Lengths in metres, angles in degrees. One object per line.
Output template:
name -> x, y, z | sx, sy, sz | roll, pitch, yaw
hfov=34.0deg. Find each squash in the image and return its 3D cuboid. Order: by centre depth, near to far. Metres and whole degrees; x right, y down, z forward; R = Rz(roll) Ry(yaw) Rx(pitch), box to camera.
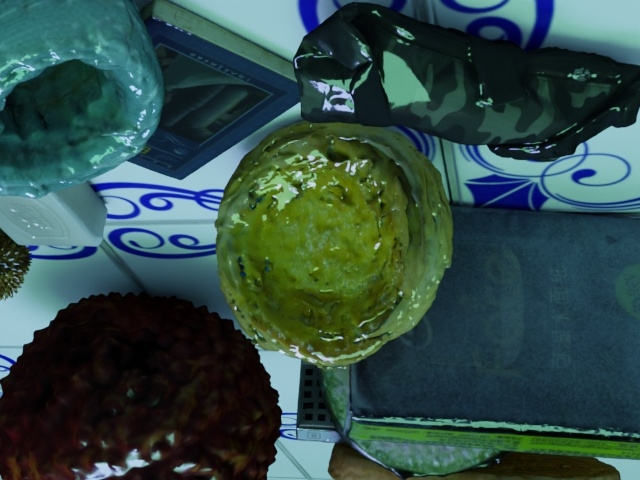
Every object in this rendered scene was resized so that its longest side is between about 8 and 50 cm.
squash -> 0.148, 0.173, 1.482 | 0.310, 0.310, 0.309 | 5, 172, 1

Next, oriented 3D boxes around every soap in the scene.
soap -> -0.347, -0.056, 1.270 | 0.121, 0.063, 0.183 | 0, 155, 12

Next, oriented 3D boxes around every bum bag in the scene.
bum bag -> 0.137, -0.139, 0.970 | 0.340, 0.095, 0.144 | 7, 149, -18

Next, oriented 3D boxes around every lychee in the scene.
lychee -> -0.276, 0.275, 1.572 | 0.425, 0.424, 0.500 | 17, 168, -23

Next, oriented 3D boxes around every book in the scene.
book -> -0.157, -0.145, 1.088 | 0.191, 0.025, 0.269 | 22, 150, -32

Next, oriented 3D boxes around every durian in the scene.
durian -> -0.464, 0.024, 1.383 | 0.158, 0.137, 0.168 | -5, 173, -28

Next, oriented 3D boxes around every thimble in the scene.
thimble -> -0.236, -0.153, 0.891 | 0.198, 0.143, 0.235 | -3, 149, -42

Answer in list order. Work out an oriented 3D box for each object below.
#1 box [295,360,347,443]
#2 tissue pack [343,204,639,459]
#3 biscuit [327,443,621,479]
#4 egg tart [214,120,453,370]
box -> 0.127, 0.243, 1.677 | 0.325, 0.180, 0.047 | 4, 141, 0
tissue pack -> 0.233, 0.106, 1.246 | 0.394, 0.288, 0.124 | 4, 152, 3
biscuit -> 0.223, 0.358, 1.601 | 0.455, 0.078, 0.350 | 2, 173, 24
egg tart -> 0.017, 0.003, 1.158 | 0.291, 0.290, 0.107 | -5, -174, 20
